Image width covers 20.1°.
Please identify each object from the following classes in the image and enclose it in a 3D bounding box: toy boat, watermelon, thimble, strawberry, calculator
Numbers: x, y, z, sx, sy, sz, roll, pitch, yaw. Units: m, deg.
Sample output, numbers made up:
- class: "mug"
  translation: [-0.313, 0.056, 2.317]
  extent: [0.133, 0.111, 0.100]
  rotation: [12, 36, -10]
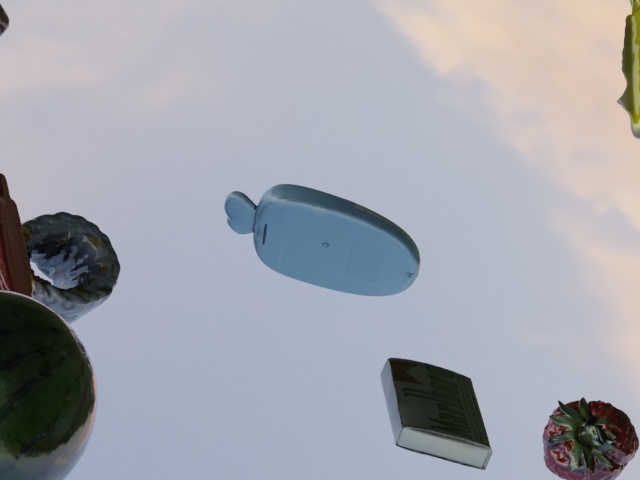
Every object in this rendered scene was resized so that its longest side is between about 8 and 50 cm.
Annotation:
- class: "toy boat"
  translation: [-0.326, 0.021, 1.788]
  extent: [0.069, 0.059, 0.172]
  rotation: [32, -136, -74]
- class: "watermelon"
  translation: [-0.288, 0.141, 1.484]
  extent: [0.188, 0.215, 0.188]
  rotation: [57, 180, 1]
- class: "thimble"
  translation: [-0.327, 0.042, 2.140]
  extent: [0.151, 0.118, 0.127]
  rotation: [-1, -114, -47]
- class: "strawberry"
  translation: [0.375, 0.278, 2.493]
  extent: [0.131, 0.131, 0.148]
  rotation: [42, -168, 17]
- class: "calculator"
  translation: [0.000, 0.000, 2.652]
  extent: [0.303, 0.188, 0.042]
  rotation: [15, -129, 6]

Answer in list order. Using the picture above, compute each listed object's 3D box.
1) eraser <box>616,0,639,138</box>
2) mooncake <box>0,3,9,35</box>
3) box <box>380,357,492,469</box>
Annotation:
- class: "eraser"
  translation: [0.320, -0.164, 1.290]
  extent: [0.069, 0.226, 0.158]
  rotation: [31, -133, -32]
- class: "mooncake"
  translation: [-0.533, -0.229, 2.109]
  extent: [0.334, 0.326, 0.174]
  rotation: [-29, -116, -38]
- class: "box"
  translation: [0.137, 0.203, 2.147]
  extent: [0.115, 0.036, 0.177]
  rotation: [15, -158, -11]
